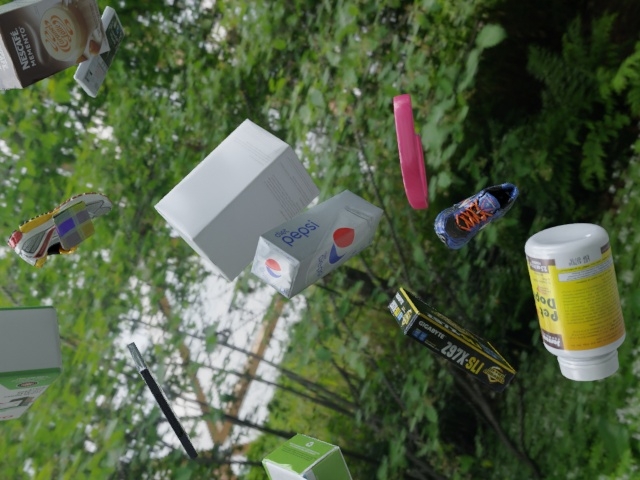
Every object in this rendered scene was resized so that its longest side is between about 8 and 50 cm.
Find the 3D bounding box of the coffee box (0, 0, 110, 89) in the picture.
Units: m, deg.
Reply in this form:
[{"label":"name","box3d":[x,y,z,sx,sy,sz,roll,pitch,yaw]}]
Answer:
[{"label":"coffee box","box3d":[-0.541,-0.397,1.456,0.246,0.098,0.141,-48,-44,-48]}]

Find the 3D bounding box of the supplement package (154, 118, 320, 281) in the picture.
[{"label":"supplement package","box3d":[-0.183,-0.091,1.678,0.293,0.175,0.177,-45,-41,-10]}]

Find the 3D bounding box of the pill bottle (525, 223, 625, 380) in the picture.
[{"label":"pill bottle","box3d":[0.376,0.091,1.098,0.117,0.117,0.214,-60,-44,-72]}]

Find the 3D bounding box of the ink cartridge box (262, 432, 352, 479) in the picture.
[{"label":"ink cartridge box","box3d":[0.032,0.463,1.311,0.097,0.188,0.255,-30,17,-34]}]

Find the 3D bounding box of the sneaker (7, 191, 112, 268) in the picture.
[{"label":"sneaker","box3d":[-0.503,-0.019,1.492,0.225,0.092,0.088,-39,-1,-40]}]

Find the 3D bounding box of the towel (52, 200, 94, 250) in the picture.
[{"label":"towel","box3d":[-0.399,-0.024,1.218,0.060,0.009,0.083,-35,-31,-27]}]

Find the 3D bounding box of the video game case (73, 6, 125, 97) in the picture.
[{"label":"video game case","box3d":[-0.496,-0.420,1.693,0.190,0.022,0.173,178,116,-82]}]

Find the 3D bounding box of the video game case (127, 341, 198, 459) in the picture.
[{"label":"video game case","box3d":[-0.397,0.398,1.878,0.026,0.274,0.196,-31,22,-14]}]

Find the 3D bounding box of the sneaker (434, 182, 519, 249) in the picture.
[{"label":"sneaker","box3d":[0.308,-0.059,1.479,0.221,0.083,0.087,-35,-8,-33]}]

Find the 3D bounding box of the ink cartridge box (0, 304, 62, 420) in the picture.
[{"label":"ink cartridge box","box3d":[-0.553,0.207,1.195,0.278,0.202,0.117,-39,59,47]}]

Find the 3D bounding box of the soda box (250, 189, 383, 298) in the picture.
[{"label":"soda box","box3d":[0.000,0.000,1.434,0.286,0.098,0.091,-30,-34,-48]}]

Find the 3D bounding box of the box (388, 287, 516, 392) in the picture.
[{"label":"box","box3d":[0.356,0.270,2.075,0.079,0.322,0.257,-56,9,8]}]

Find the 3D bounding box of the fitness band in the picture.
[{"label":"fitness band","box3d":[0.226,-0.219,1.865,0.209,0.054,0.290,48,-145,-73]}]
